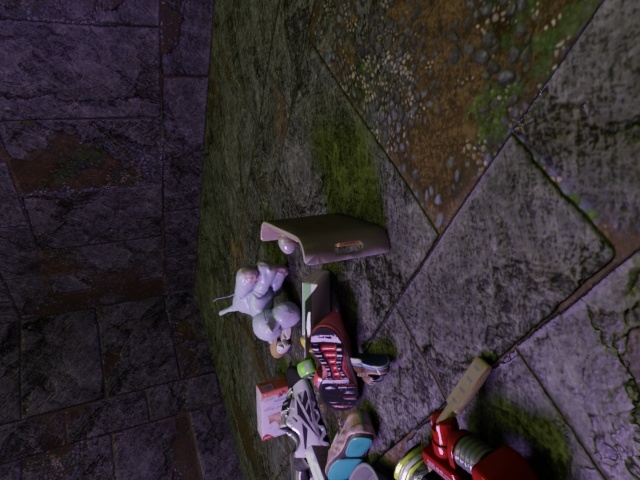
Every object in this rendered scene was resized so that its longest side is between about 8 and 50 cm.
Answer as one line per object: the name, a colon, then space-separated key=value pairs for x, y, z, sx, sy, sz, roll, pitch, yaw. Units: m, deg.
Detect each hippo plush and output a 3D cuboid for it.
hippo plush: x=-0.204 y=0.229 z=1.630 sx=0.236 sy=0.295 sz=0.234 roll=53 pitch=162 yaw=30

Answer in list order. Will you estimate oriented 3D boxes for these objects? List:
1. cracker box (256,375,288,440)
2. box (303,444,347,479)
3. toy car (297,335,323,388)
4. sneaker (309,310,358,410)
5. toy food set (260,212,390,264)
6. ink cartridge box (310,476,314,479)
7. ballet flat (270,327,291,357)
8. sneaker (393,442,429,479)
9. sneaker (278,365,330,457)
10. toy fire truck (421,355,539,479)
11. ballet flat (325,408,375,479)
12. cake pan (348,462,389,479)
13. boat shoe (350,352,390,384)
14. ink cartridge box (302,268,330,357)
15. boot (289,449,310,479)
cracker box: x=-0.167 y=0.657 z=1.803 sx=0.067 sy=0.156 sz=0.232 roll=38 pitch=132 yaw=56
box: x=0.030 y=0.740 z=1.435 sx=0.038 sy=0.145 sz=0.186 roll=-36 pitch=53 yaw=13
toy car: x=-0.036 y=0.426 z=1.566 sx=0.225 sy=0.053 sz=0.238 roll=120 pitch=136 yaw=-54
sneaker: x=0.058 y=0.342 z=1.305 sx=0.136 sy=0.116 sz=0.313 roll=-57 pitch=-38 yaw=-60
toy food set: x=0.000 y=0.000 z=1.148 sx=0.306 sy=0.220 sz=0.092 roll=24 pitch=119 yaw=61
ink cartridge box: x=0.042 y=0.905 z=1.503 sx=0.219 sy=0.093 sz=0.160 roll=49 pitch=141 yaw=49
ballet flat: x=-0.149 y=0.378 z=1.772 sx=0.073 sy=0.080 sz=0.232 roll=33 pitch=129 yaw=45
sneaker: x=0.221 y=0.604 z=1.006 sx=0.121 sy=0.111 sz=0.299 roll=32 pitch=128 yaw=54
sneaker: x=-0.090 y=0.606 z=1.637 sx=0.122 sy=0.147 sz=0.330 roll=107 pitch=147 yaw=-46
toy fire truck: x=0.276 y=0.353 z=0.786 sx=0.217 sy=0.159 sz=0.246 roll=12 pitch=119 yaw=65
ballet flat: x=0.086 y=0.588 z=1.325 sx=0.106 sy=0.108 sz=0.315 roll=-95 pitch=20 yaw=-48
cake pan: x=0.128 y=0.745 z=1.200 sx=0.293 sy=0.054 sz=0.292 roll=-167 pitch=90 yaw=-76
boat shoe: x=0.134 y=0.327 z=1.162 sx=0.183 sy=0.066 sz=0.066 roll=149 pitch=106 yaw=-74
ink cartridge box: x=-0.027 y=0.200 z=1.304 sx=0.056 sy=0.235 sz=0.170 roll=6 pitch=108 yaw=19
boot: x=-0.057 y=0.869 z=1.752 sx=0.208 sy=0.076 sz=0.189 roll=-52 pitch=53 yaw=49
